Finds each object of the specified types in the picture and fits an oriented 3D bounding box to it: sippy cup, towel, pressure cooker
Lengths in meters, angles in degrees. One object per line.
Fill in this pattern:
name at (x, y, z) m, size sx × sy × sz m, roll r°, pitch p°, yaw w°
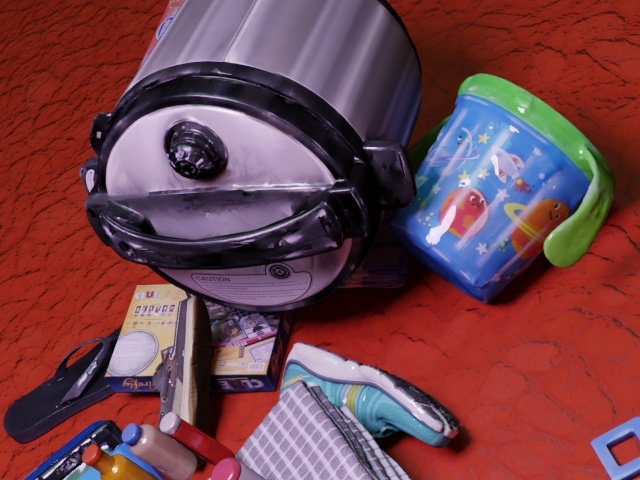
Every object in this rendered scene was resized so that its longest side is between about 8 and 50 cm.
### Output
sippy cup at (0.214, -0.053, 1.564) m, size 0.224 × 0.240 × 0.305 m, roll -50°, pitch -1°, yaw -5°
towel at (-0.019, 0.313, 1.357) m, size 0.235 × 0.121 × 0.284 m, roll -53°, pitch 41°, yaw 7°
towel at (0.000, 0.000, 1.738) m, size 0.285 × 0.034 × 0.209 m, roll -4°, pitch 37°, yaw 18°
pressure cooker at (-0.084, -0.117, 1.565) m, size 0.370 × 0.375 × 0.420 m, roll -47°, pitch 15°, yaw 42°

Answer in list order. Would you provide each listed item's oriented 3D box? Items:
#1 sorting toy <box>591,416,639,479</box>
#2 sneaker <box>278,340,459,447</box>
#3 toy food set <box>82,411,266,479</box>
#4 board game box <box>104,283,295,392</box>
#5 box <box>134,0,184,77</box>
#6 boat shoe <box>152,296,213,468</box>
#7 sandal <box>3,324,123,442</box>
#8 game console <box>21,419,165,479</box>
sorting toy at (0.362, 0.303, 1.228) m, size 0.196 × 0.047 × 0.348 m, roll -19°, pitch 42°, yaw 16°
sneaker at (0.054, 0.210, 1.506) m, size 0.275 × 0.107 × 0.110 m, roll 13°, pitch 77°, yaw 46°
toy food set at (-0.155, 0.260, 1.354) m, size 0.232 × 0.104 × 0.111 m, roll 15°, pitch 69°, yaw 51°
board game box at (-0.163, 0.133, 1.718) m, size 0.243 × 0.042 × 0.165 m, roll -3°, pitch 49°, yaw 20°
box at (-0.214, -0.335, 2.179) m, size 0.122 × 0.128 × 0.257 m, roll -7°, pitch 47°, yaw 27°
boat shoe at (-0.185, 0.184, 1.609) m, size 0.073 × 0.080 × 0.224 m, roll -2°, pitch 84°, yaw 15°
sandal at (-0.354, 0.201, 1.789) m, size 0.254 × 0.054 × 0.097 m, roll -37°, pitch 40°, yaw -5°
game console at (-0.334, 0.385, 1.580) m, size 0.293 × 0.173 × 0.250 m, roll -39°, pitch 3°, yaw -16°
